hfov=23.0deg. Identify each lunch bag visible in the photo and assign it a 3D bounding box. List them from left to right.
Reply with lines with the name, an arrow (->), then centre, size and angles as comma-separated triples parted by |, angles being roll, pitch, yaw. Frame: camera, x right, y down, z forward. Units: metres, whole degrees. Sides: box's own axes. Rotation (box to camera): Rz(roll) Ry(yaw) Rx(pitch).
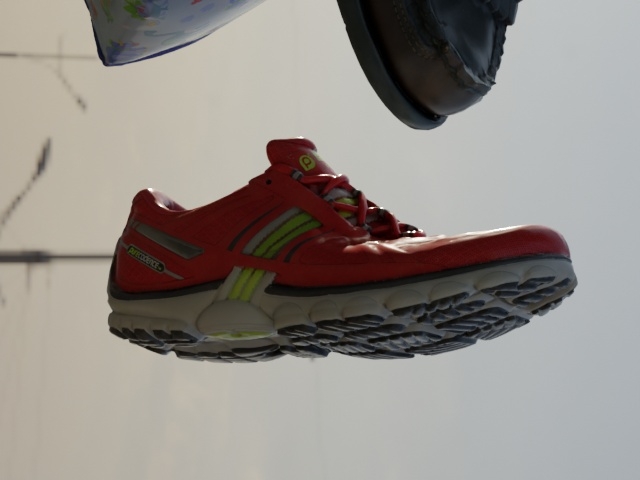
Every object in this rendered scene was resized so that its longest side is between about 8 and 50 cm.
lunch bag -> -0.058, -0.173, 0.897 | 0.129, 0.151, 0.096 | 145, -72, -70

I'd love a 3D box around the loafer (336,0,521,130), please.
loafer -> 0.051, -0.170, 0.621 | 0.084, 0.096, 0.267 | -19, -126, 27

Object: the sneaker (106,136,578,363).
sneaker -> 0.000, 0.000, 0.848 | 0.107, 0.279, 0.118 | 26, 64, -60
